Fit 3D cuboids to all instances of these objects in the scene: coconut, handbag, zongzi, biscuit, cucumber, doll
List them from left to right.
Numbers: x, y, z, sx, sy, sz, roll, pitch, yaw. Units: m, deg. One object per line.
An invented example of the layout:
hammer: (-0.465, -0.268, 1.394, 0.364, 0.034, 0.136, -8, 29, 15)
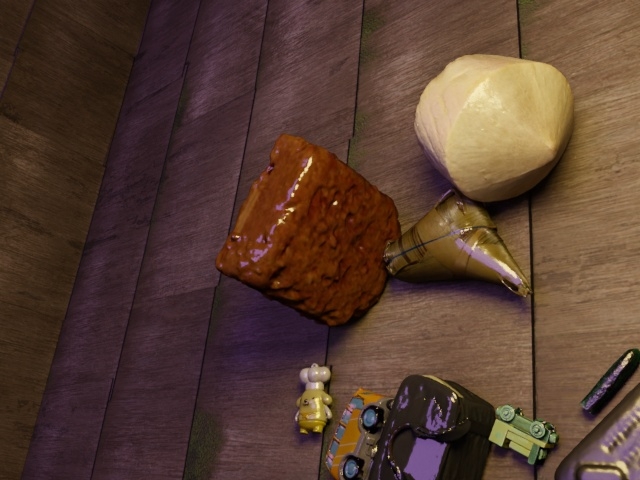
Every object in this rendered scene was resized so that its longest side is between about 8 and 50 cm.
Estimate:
doll: (-0.016, 0.366, 1.500, 0.106, 0.062, 0.163, -17, 56, 34)
biscuit: (0.000, 0.000, 1.429, 0.166, 0.395, 0.343, 17, 81, 47)
handbag: (0.196, 0.377, 1.182, 0.181, 0.181, 0.255, 11, 76, 48)
zongzi: (0.271, 0.066, 1.328, 0.260, 0.123, 0.289, -42, 48, 28)
coconut: (0.354, -0.223, 1.275, 0.328, 0.328, 0.329, -23, 54, 36)
cucumber: (0.487, 0.232, 1.076, 0.133, 0.032, 0.032, -52, 41, 9)

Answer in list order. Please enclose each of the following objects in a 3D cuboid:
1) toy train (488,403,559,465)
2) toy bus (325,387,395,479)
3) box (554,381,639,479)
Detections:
toy train: (0.356, 0.340, 1.139, 0.122, 0.050, 0.081, 21, 89, 49)
toy bus: (0.097, 0.407, 1.316, 0.136, 0.126, 0.210, 14, 79, 57)
box: (0.493, 0.319, 0.827, 0.289, 0.073, 0.290, -45, 50, 3)
